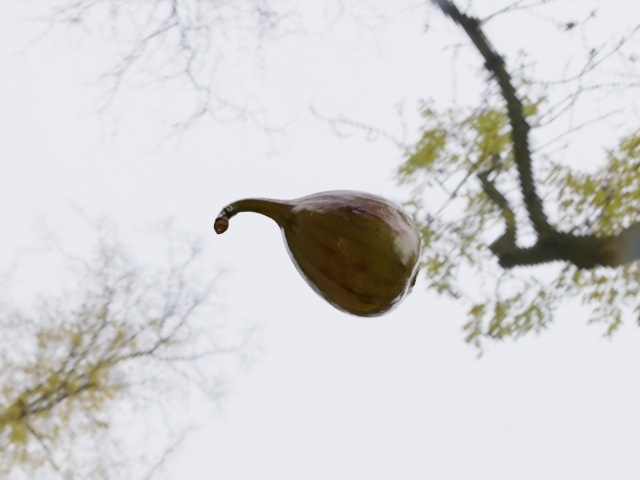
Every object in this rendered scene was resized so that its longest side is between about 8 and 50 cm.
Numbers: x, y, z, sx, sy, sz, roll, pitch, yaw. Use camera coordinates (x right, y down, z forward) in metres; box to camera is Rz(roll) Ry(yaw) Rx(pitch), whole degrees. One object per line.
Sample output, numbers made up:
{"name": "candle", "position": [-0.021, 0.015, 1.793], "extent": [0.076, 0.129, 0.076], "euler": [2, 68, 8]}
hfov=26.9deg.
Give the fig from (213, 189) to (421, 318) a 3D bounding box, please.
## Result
{"name": "fig", "position": [0.000, 0.000, 0.524], "extent": [0.083, 0.050, 0.050], "euler": [18, -52, -5]}
